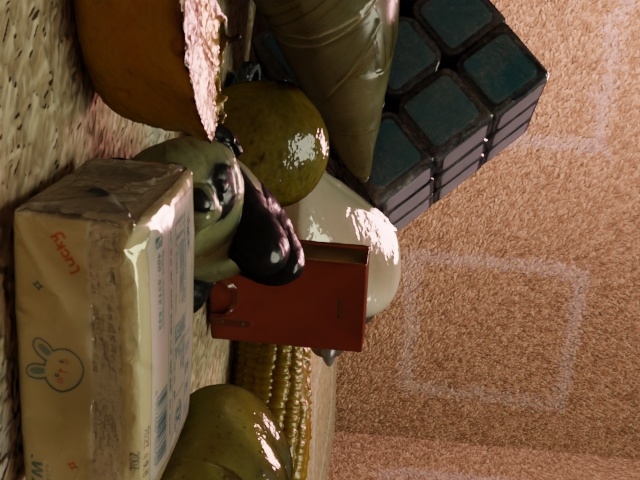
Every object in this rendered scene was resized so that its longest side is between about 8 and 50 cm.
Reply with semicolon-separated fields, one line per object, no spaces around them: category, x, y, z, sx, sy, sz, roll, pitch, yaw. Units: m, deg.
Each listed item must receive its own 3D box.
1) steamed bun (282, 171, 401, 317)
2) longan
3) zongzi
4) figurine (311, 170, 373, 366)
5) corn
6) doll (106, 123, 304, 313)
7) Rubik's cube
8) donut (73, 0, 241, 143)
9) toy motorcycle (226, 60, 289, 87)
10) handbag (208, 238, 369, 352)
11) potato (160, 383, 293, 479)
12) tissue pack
steamed bun;-0.009;0.022;1.366;0.242;0.146;0.164;35;55;-44
longan;-0.067;-0.086;1.104;0.155;0.145;0.176;10;102;-43
zongzi;0.051;-0.359;1.373;0.447;0.181;0.418;-64;145;-43
figurine;0.000;-0.001;1.746;0.248;0.203;0.380;113;-25;-52
corn;-0.068;0.202;1.467;0.120;0.120;0.363;40;52;-84
doll;-0.103;-0.012;0.852;0.234;0.143;0.135;26;44;-83
Rubik's cube;0.116;-0.220;1.540;0.305;0.301;0.304;51;-3;12
donut;-0.109;-0.212;0.722;0.152;0.101;0.259;71;25;-76
toy motorcycle;-0.085;-0.141;1.273;0.205;0.076;0.114;66;36;-78
handbag;-0.039;0.062;1.244;0.063;0.190;0.127;-74;168;-59
potato;-0.099;0.245;1.052;0.248;0.143;0.169;-95;-178;-62
tissue pack;-0.138;0.054;0.689;0.148;0.092;0.196;-69;164;-72
